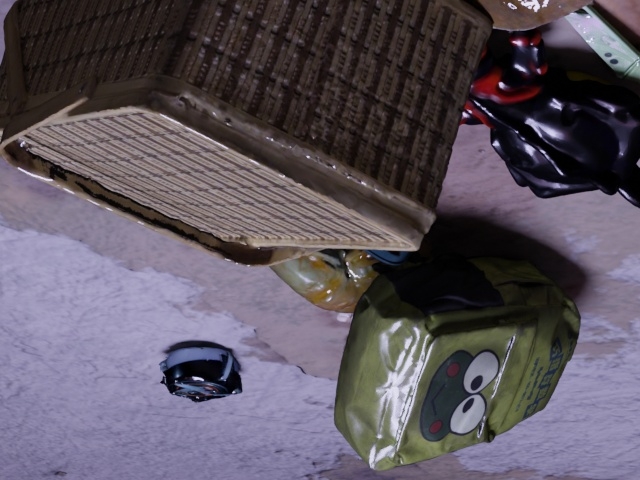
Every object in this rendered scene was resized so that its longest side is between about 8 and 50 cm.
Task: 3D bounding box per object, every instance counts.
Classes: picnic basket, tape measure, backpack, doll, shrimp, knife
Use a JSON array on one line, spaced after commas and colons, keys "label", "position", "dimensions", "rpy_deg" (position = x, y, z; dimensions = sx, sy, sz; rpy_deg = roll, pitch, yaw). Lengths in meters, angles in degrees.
[{"label": "picnic basket", "position": [-0.073, -0.097, 0.940], "dimensions": [0.228, 0.175, 0.313], "rpy_deg": [26, 167, -32]}, {"label": "tape measure", "position": [-0.138, 0.159, 1.625], "dimensions": [0.091, 0.054, 0.094], "rpy_deg": [-10, 154, 23]}, {"label": "backpack", "position": [0.131, 0.108, 1.331], "dimensions": [0.253, 0.140, 0.207], "rpy_deg": [-7, 124, -36]}, {"label": "doll", "position": [0.168, -0.103, 1.081], "dimensions": [0.249, 0.088, 0.127], "rpy_deg": [28, 166, -19]}, {"label": "shrimp", "position": [0.000, -0.001, 1.311], "dimensions": [0.267, 0.061, 0.145], "rpy_deg": [32, 133, -33]}, {"label": "knife", "position": [0.244, -0.130, 1.065], "dimensions": [0.207, 0.014, 0.030], "rpy_deg": [35, 146, -32]}]

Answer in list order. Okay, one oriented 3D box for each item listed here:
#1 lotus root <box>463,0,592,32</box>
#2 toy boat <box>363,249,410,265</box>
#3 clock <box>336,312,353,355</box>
[{"label": "lotus root", "position": [0.130, -0.194, 0.884], "dimensions": [0.122, 0.112, 0.081], "rpy_deg": [-16, 142, 34]}, {"label": "toy boat", "position": [0.019, -0.047, 1.188], "dimensions": [0.103, 0.093, 0.246], "rpy_deg": [-20, 144, 25]}, {"label": "clock", "position": [0.105, 0.108, 1.483], "dimensions": [0.156, 0.063, 0.229], "rpy_deg": [26, 144, -34]}]
